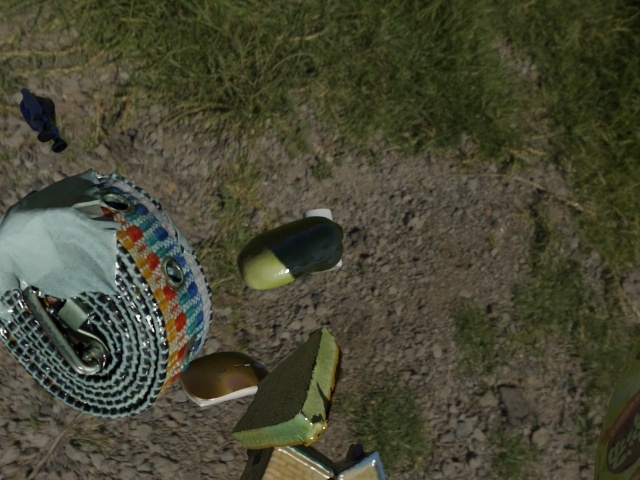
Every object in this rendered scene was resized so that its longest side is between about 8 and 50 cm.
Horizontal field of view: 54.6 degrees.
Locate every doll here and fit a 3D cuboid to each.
[{"bbox_3d":[-0.582,-0.260,1.292,0.070,0.096,0.195,-36,56,-5],"label":"doll"}]

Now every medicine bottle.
[{"bbox_3d":[0.000,0.000,1.373,0.080,0.080,0.130,-4,77,-24],"label":"medicine bottle"}]

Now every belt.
[{"bbox_3d":[-0.241,0.057,0.677,0.257,0.207,0.150,59,22,-10],"label":"belt"}]

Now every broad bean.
[{"bbox_3d":[-0.045,0.013,0.958,0.174,0.124,0.082,-14,116,-11],"label":"broad bean"}]

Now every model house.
[{"bbox_3d":[-0.043,0.715,1.751,0.382,0.334,0.342,34,50,-13],"label":"model house"}]

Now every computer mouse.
[{"bbox_3d":[-0.199,0.302,1.380,0.126,0.056,0.245,39,22,34],"label":"computer mouse"}]

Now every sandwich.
[{"bbox_3d":[-0.060,0.269,0.973,0.063,0.212,0.245,43,21,-8],"label":"sandwich"}]

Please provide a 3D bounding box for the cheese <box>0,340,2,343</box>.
[{"bbox_3d":[-0.610,0.129,1.041,0.203,0.177,0.128,-30,109,-23],"label":"cheese"}]

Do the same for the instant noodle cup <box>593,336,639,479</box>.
[{"bbox_3d":[0.406,0.164,0.518,0.221,0.311,0.311,27,63,11],"label":"instant noodle cup"}]
